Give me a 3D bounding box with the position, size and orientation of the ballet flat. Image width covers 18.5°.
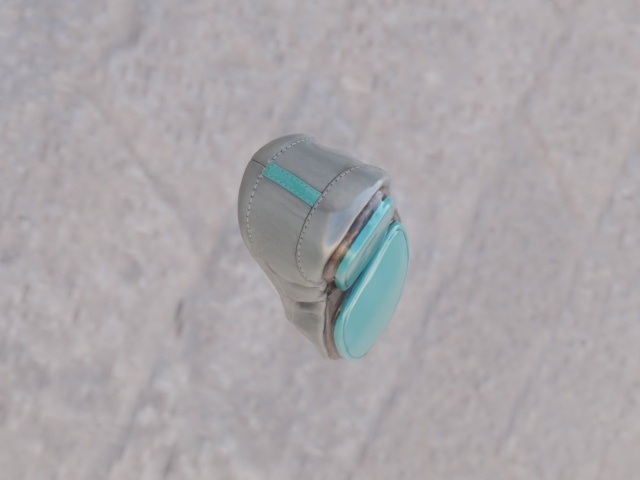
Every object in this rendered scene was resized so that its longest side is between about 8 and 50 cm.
[{"bbox_3d":[0.000,0.000,0.879,0.072,0.068,0.213,-57,169,-11],"label":"ballet flat"}]
